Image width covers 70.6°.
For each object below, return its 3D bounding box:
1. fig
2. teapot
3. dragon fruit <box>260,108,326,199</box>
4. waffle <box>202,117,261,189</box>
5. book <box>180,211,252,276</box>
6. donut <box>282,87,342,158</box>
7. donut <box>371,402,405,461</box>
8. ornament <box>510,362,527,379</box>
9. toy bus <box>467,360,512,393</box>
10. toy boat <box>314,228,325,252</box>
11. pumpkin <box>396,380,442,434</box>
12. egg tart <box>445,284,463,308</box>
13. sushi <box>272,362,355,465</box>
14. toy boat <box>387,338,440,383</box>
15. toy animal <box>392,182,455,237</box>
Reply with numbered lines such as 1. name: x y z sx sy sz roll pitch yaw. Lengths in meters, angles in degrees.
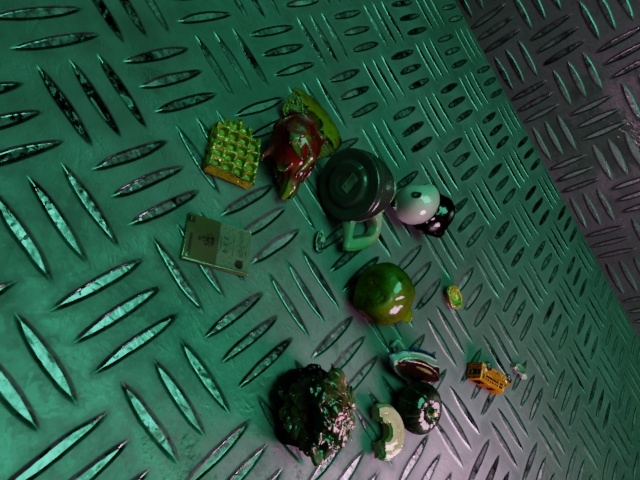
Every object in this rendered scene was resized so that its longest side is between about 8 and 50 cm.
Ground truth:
1. fig: 0.241 0.200 1.526 0.275 0.206 0.206 37 52 -41
2. teapot: 0.164 -0.146 1.549 0.239 0.239 0.322 0 69 -51
3. dragon fruit: -0.094 -0.276 1.438 0.198 0.269 0.200 10 27 -21
4. waffle: -0.262 -0.278 1.362 0.160 0.055 0.211 20 62 -34
5. book: -0.284 0.012 1.258 0.198 0.016 0.138 19 62 -33
6. donut: -0.012 -0.396 1.566 0.259 0.101 0.152 55 30 7
7. donut: 0.207 0.590 1.407 0.108 0.065 0.166 10 67 -37
8. ornament: 0.875 0.572 1.982 0.092 0.041 0.068 57 24 8
9. toy bus: 0.671 0.548 1.794 0.194 0.083 0.088 33 59 -23
10. toy boat: 0.000 0.000 1.484 0.038 0.038 0.083 19 63 -33
11. pumpkin: 0.325 0.546 1.481 0.167 0.125 0.167 7 70 -20
12. egg tart: 0.538 0.231 1.835 0.105 0.039 0.105 15 64 -34
13. sushi: 0.004 0.444 1.194 0.225 0.218 0.238 -32 94 -38
14. toy boat: 0.318 0.410 1.549 0.262 0.114 0.115 29 25 -27
15. toy animal: 0.394 -0.129 1.755 0.235 0.187 0.165 27 48 -31
